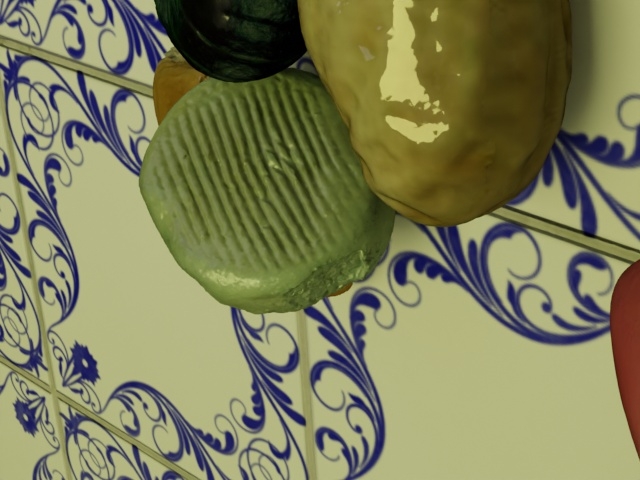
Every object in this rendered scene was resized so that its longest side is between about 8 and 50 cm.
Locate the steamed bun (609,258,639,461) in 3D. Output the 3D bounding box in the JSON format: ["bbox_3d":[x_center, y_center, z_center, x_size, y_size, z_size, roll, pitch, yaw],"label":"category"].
[{"bbox_3d":[0.289,0.077,0.672,0.309,0.309,0.309,26,129,37],"label":"steamed bun"}]

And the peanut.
[{"bbox_3d":[0.072,-0.198,0.869,0.192,0.169,0.387,12,116,44],"label":"peanut"}]

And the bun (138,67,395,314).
[{"bbox_3d":[-0.040,-0.042,1.069,0.221,0.221,0.108,44,170,22],"label":"bun"}]

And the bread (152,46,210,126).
[{"bbox_3d":[-0.104,-0.118,1.177,0.106,0.082,0.125,5,118,40],"label":"bread"}]

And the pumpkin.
[{"bbox_3d":[-0.065,-0.223,1.004,0.202,0.140,0.202,6,96,64],"label":"pumpkin"}]

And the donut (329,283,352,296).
[{"bbox_3d":[0.000,0.000,1.162,0.108,0.043,0.097,34,133,29],"label":"donut"}]
